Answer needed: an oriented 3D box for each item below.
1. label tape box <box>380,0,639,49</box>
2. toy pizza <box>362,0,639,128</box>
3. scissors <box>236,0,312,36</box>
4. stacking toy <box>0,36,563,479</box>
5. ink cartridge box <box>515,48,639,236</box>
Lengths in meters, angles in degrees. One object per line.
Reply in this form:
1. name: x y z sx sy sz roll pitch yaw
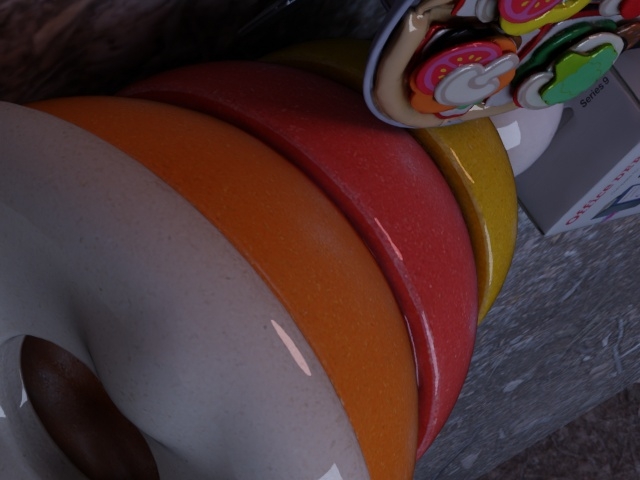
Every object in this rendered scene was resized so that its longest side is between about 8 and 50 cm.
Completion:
1. label tape box: 0.206 -0.235 0.703 0.249 0.115 0.347 -13 158 -40
2. toy pizza: 0.113 -0.108 0.678 0.201 0.032 0.201 -25 160 -10
3. scissors: 0.081 -0.205 0.806 0.297 0.021 0.109 -26 161 -16
4. stacking toy: 0.000 0.000 0.840 0.480 0.350 0.350 -38 167 -41
5. ink cartridge box: 0.277 -0.095 1.243 0.212 0.093 0.154 -10 150 -44
